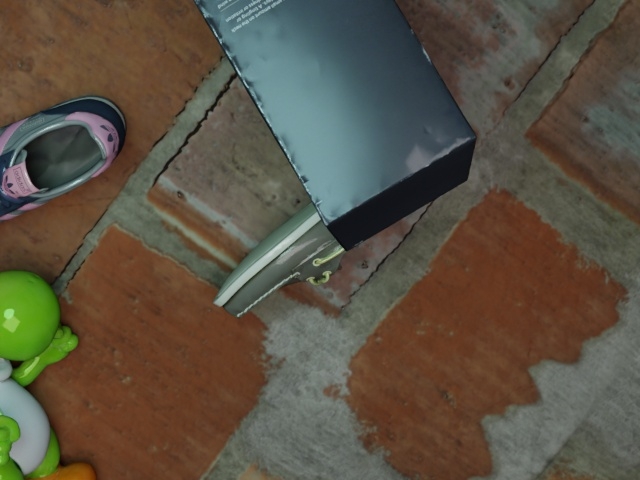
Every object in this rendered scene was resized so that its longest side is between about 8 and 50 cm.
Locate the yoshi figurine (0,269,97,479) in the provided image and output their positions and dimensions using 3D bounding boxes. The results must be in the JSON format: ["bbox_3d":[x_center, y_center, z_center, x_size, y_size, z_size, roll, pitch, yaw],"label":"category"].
[{"bbox_3d":[-0.370,0.185,1.771,0.203,0.203,0.362,-25,109,-23],"label":"yoshi figurine"}]

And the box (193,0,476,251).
[{"bbox_3d":[0.016,-0.174,1.582,0.179,0.343,0.312,-30,84,2],"label":"box"}]

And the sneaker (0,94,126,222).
[{"bbox_3d":[-0.382,-0.076,1.719,0.319,0.131,0.112,-29,107,2],"label":"sneaker"}]

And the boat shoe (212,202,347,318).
[{"bbox_3d":[0.000,0.001,1.797,0.305,0.109,0.091,-41,101,2],"label":"boat shoe"}]
